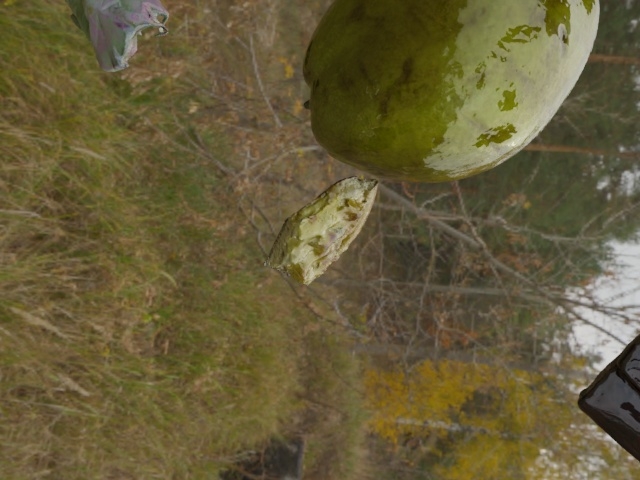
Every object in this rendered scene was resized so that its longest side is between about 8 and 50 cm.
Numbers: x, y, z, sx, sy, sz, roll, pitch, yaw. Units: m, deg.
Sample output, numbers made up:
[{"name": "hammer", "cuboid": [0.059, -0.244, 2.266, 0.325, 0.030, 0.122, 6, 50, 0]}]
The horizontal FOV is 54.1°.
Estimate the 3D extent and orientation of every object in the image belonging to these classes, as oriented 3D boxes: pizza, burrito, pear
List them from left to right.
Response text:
[{"name": "burrito", "cuboid": [-0.316, -0.359, 0.957, 0.229, 0.144, 0.089, 53, 4, 38]}, {"name": "pizza", "cuboid": [0.000, 0.001, 0.599, 0.099, 0.035, 0.160, -20, 152, -43]}, {"name": "pear", "cuboid": [0.135, -0.194, 0.680, 0.269, 0.322, 0.268, -20, 90, -84]}]

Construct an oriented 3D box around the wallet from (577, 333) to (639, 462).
[{"name": "wallet", "cuboid": [0.399, 0.179, 0.615, 0.182, 0.229, 0.049, -44, 165, -4]}]
